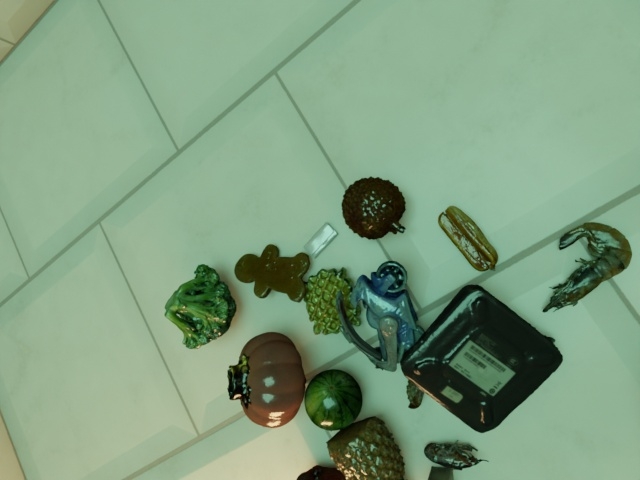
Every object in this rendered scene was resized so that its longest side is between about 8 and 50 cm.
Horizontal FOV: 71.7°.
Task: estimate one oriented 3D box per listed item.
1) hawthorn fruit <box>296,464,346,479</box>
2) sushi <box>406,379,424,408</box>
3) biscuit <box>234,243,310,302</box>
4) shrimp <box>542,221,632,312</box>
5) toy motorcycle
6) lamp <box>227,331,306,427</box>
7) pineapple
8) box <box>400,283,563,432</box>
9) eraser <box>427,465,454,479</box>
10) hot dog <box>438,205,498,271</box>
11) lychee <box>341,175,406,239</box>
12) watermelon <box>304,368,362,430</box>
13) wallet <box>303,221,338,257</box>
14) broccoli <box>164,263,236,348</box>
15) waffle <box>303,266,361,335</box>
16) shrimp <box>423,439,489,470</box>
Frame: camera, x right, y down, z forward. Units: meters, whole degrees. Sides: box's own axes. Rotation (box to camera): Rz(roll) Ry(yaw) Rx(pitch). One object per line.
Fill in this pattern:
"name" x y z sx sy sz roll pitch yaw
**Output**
"hawthorn fruit" 0.012 0.848 1.442 0.185 0.185 0.202 -18 96 20
"sushi" 0.299 0.464 1.396 0.055 0.052 0.121 11 96 6
"biscuit" -0.173 0.112 1.568 0.301 0.049 0.197 5 71 25
"shrimp" 0.713 0.073 1.243 0.296 0.058 0.169 -42 68 12
"toy motorcycle" 0.180 0.236 1.346 0.240 0.182 0.319 -20 95 -7
"lamp" -0.183 0.453 1.450 0.239 0.305 0.306 3 90 -23
"pineapple" 0.187 0.723 1.356 0.202 0.202 0.362 -37 81 17
"box" 0.456 0.342 1.263 0.359 0.091 0.350 37 101 -4
"eraser" 0.370 0.874 1.313 0.078 0.144 0.344 -7 86 22
"hot dog" 0.450 -0.001 1.337 0.092 0.062 0.236 -40 81 32
"lychee" 0.169 -0.096 1.381 0.238 0.200 0.200 44 104 28
"watermelon" 0.041 0.516 1.430 0.187 0.215 0.188 -2 53 2
"wallet" 0.000 0.000 1.531 0.061 0.025 0.122 45 104 9
"broccoli" -0.434 0.238 1.587 0.265 0.245 0.295 -8 61 39
"waffle" 0.039 0.201 1.495 0.203 0.054 0.224 -22 81 30
"shrimp" 0.410 0.653 1.341 0.190 0.073 0.075 -8 130 30
